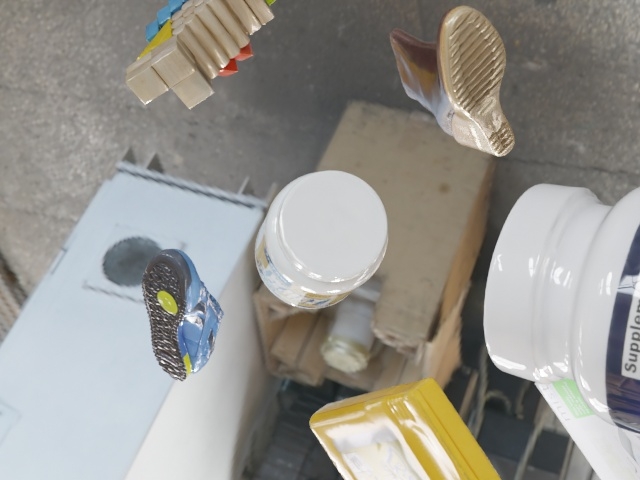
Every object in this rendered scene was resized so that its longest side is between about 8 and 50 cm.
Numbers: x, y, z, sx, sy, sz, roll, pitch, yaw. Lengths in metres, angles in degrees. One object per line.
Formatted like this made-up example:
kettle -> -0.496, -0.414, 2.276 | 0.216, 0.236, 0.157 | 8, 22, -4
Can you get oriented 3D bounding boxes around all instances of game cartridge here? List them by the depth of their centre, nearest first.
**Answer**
game cartridge -> 0.131, 0.320, 1.303 | 0.285, 0.052, 0.323 | 57, 155, 1

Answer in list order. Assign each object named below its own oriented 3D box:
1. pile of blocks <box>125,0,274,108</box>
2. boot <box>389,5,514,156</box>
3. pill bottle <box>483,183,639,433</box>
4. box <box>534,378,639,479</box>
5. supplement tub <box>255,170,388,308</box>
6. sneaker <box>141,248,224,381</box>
pile of blocks -> -0.134, -0.311, 1.417 | 0.149, 0.362, 0.113 | 15, 152, 48
boot -> 0.147, -0.225, 1.302 | 0.207, 0.090, 0.248 | 43, 168, 41
pill bottle -> 0.238, 0.048, 0.584 | 0.264, 0.153, 0.153 | 13, 147, 34
box -> 0.427, 0.230, 1.247 | 0.262, 0.126, 0.231 | 56, 157, 3
supplement tub -> 0.000, 0.000, 1.219 | 0.144, 0.144, 0.200 | 26, 166, -3
sneaker -> -0.156, 0.074, 1.199 | 0.069, 0.082, 0.209 | 31, 141, 25
